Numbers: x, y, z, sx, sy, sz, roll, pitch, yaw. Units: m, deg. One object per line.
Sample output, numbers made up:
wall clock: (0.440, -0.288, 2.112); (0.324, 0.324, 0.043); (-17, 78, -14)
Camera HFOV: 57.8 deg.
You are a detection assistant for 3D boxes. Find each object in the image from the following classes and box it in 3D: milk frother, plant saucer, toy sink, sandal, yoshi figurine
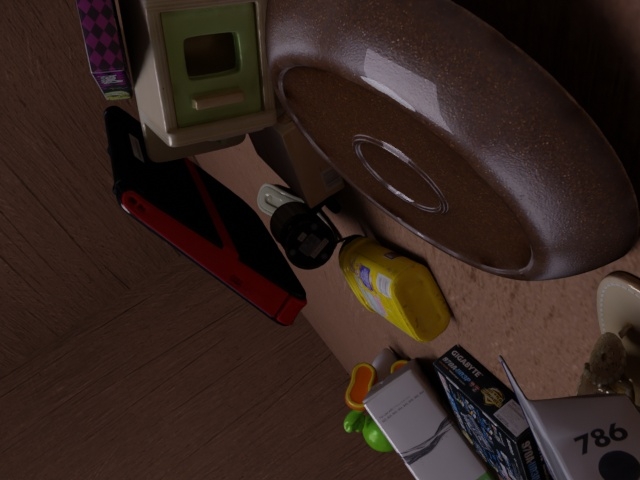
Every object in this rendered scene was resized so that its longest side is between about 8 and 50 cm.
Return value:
milk frother: (0.000, 0.000, 0.991); (0.143, 0.129, 0.135); (58, 177, -22)
plant saucer: (0.070, -0.063, 0.427); (0.310, 0.050, 0.310); (38, 173, 6)
toy sink: (-0.151, -0.203, 0.747); (0.131, 0.152, 0.234); (41, 140, 47)
sandal: (0.237, 0.140, 0.448); (0.088, 0.079, 0.240); (40, 161, 58)
yoshi figurine: (0.158, 0.406, 1.370); (0.203, 0.203, 0.362); (44, 169, 24)

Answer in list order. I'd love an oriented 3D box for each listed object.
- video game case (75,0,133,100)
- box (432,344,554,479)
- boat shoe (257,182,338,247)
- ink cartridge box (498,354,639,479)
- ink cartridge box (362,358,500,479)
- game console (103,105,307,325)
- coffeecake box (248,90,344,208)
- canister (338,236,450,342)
video game case: (-0.273, -0.300, 0.701); (0.210, 0.041, 0.232); (-160, 60, -73)
box: (0.263, 0.283, 0.862); (0.175, 0.051, 0.220); (43, 164, 52)
boat shoe: (-0.035, -0.049, 1.200); (0.079, 0.084, 0.233); (8, -156, -48)
ink cartridge box: (0.207, 0.214, 0.317); (0.165, 0.065, 0.333); (58, -171, -32)
ink cartridge box: (0.211, 0.371, 1.086); (0.273, 0.114, 0.198); (54, -175, 10)
game console: (-0.191, -0.044, 0.911); (0.342, 0.060, 0.386); (37, -172, -34)
coffeecake box: (-0.053, -0.159, 0.883); (0.185, 0.068, 0.142); (46, 165, 42)
canister: (0.107, 0.069, 0.857); (0.126, 0.073, 0.170); (60, 168, -22)
